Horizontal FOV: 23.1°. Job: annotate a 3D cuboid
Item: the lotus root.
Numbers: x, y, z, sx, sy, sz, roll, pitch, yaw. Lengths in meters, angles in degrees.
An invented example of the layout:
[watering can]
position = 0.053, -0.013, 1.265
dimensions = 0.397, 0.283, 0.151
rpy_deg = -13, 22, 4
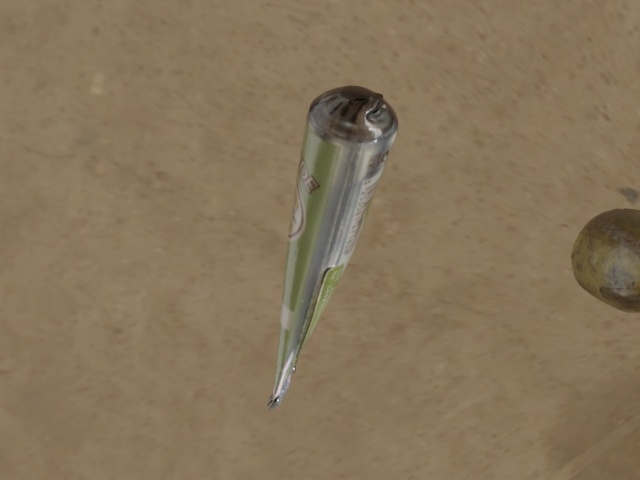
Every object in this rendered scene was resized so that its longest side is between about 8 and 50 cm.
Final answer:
[lotus root]
position = 0.266, 0.016, 1.330
dimensions = 0.089, 0.179, 0.080
rpy_deg = -15, 100, -7

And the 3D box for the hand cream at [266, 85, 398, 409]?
[hand cream]
position = 0.000, 0.000, 0.995
dimensions = 0.055, 0.086, 0.235
rpy_deg = 21, 129, 8
